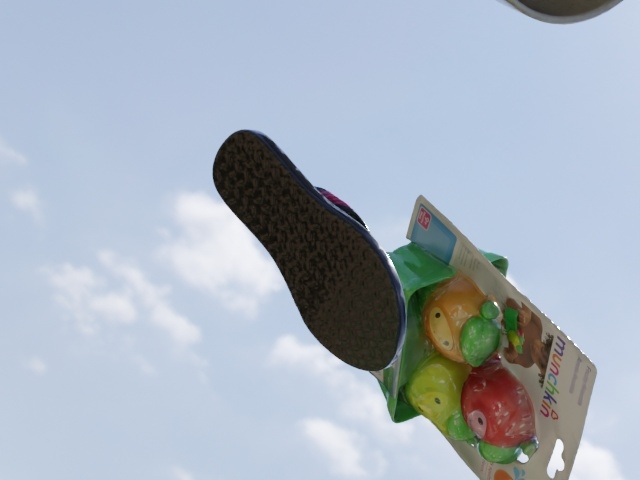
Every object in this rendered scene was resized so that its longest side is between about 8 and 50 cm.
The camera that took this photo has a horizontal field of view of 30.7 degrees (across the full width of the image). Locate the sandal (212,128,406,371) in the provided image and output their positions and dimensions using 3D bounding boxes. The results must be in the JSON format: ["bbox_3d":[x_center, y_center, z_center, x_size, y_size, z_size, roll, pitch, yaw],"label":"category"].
[{"bbox_3d":[0.000,0.000,0.690,0.067,0.040,0.179,-52,-122,24],"label":"sandal"}]

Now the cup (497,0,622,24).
[{"bbox_3d":[0.184,-0.400,1.153,0.237,0.331,0.331,28,-32,46],"label":"cup"}]

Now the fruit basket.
[{"bbox_3d":[0.185,0.167,1.427,0.353,0.166,0.327,-125,-150,-44],"label":"fruit basket"}]
